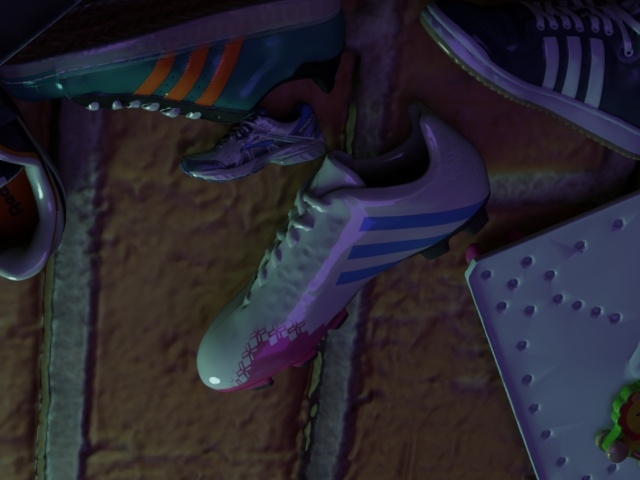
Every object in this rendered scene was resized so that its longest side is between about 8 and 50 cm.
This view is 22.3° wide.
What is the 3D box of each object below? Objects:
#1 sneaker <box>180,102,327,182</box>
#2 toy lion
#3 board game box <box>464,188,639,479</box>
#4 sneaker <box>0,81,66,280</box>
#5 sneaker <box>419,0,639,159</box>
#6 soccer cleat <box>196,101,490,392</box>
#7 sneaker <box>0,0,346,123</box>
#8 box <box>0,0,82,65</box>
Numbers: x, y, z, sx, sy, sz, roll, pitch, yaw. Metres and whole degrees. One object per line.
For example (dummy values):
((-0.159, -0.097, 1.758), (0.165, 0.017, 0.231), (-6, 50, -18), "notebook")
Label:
((-0.064, -0.093, 1.466), (0.135, 0.052, 0.058), (-16, 111, -14), "sneaker")
((0.338, 0.191, 1.674), (0.100, 0.034, 0.096), (28, 102, -26), "toy lion")
((0.374, 0.094, 1.673), (0.390, 0.050, 0.390), (-23, 122, -1), "board game box")
((-0.316, -0.101, 1.349), (0.126, 0.127, 0.321), (-34, 119, 8), "sneaker")
((0.230, -0.189, 1.450), (0.282, 0.099, 0.153), (23, 116, -31), "sneaker")
((0.000, 0.000, 1.494), (0.331, 0.116, 0.143), (-37, 123, 0), "soccer cleat")
((-0.119, -0.144, 1.378), (0.302, 0.108, 0.121), (-13, 120, -13), "sneaker")
((-0.291, -0.334, 1.115), (0.179, 0.312, 0.343), (-38, 121, 7), "box")
